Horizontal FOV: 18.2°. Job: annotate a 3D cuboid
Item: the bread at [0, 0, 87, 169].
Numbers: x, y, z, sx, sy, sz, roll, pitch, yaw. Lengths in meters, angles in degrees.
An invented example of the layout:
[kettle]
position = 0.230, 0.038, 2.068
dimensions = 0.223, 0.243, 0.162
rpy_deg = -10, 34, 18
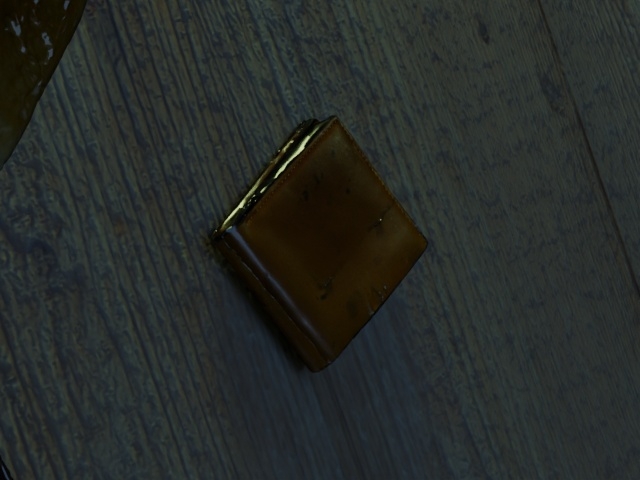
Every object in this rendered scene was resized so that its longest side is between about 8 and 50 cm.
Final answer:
[bread]
position = -0.283, -0.145, 1.343
dimensions = 0.176, 0.195, 0.246
rpy_deg = 47, 48, -33

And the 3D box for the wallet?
[wallet]
position = -0.001, 0.001, 1.744
dimensions = 0.161, 0.042, 0.195
rpy_deg = 52, 48, -17

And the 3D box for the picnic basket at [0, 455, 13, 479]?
[picnic basket]
position = -0.348, 0.197, 1.240
dimensions = 0.222, 0.129, 0.297
rpy_deg = 56, 44, -18
